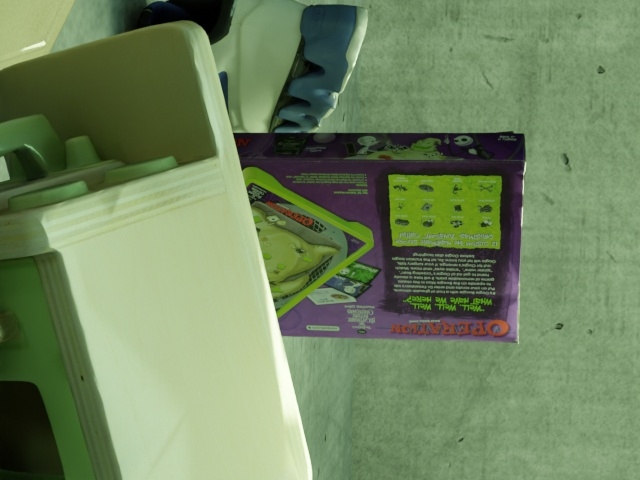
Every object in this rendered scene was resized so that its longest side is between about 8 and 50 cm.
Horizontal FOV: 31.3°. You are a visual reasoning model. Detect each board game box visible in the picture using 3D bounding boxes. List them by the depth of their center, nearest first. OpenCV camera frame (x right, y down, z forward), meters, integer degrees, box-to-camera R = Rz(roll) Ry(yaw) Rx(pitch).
[{"bbox_3d":[0.000,0.000,0.993,0.056,0.347,0.208,-79,167,-52],"label":"board game box"}]

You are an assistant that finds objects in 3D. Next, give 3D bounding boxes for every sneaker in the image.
[{"bbox_3d":[-0.098,-0.132,1.063,0.315,0.182,0.127,124,-15,-46],"label":"sneaker"}]

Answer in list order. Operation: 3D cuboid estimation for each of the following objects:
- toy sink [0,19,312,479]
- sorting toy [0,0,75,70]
[{"bbox_3d":[-0.122,0.030,0.535,0.131,0.153,0.234,-23,104,-52],"label":"toy sink"},{"bbox_3d":[-0.158,-0.150,0.569,0.347,0.047,0.196,-55,-179,26],"label":"sorting toy"}]
